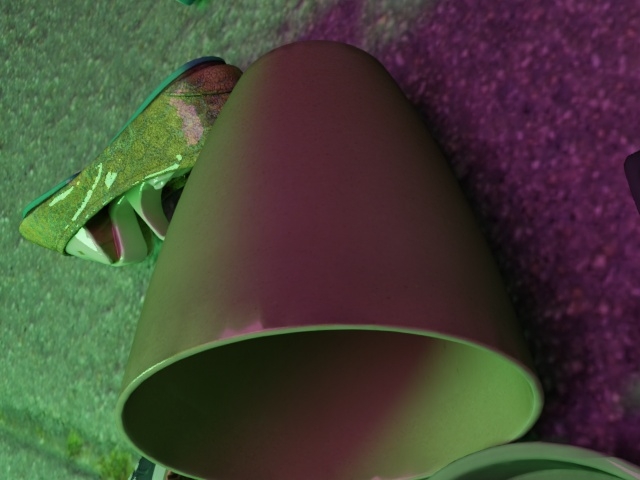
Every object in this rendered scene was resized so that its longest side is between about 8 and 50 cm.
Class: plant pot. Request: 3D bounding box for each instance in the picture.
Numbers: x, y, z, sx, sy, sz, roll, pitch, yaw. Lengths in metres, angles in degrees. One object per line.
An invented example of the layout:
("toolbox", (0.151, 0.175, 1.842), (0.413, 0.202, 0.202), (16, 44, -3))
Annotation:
("plant pot", (0.000, 0.000, 0.581), (0.256, 0.256, 0.274), (-28, 49, 32))

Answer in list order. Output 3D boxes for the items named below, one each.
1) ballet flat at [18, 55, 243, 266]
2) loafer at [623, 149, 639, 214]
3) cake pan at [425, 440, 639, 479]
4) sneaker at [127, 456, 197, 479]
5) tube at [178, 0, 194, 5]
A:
("ballet flat", (-0.178, -0.040, 0.794), (0.348, 0.123, 0.123), (-31, 64, 38))
("loafer", (0.250, 0.052, 0.449), (0.084, 0.096, 0.268), (-27, 64, 26))
("cake pan", (0.154, 0.272, 0.510), (0.293, 0.054, 0.293), (-8, 77, 38))
("sneaker", (-0.158, 0.241, 0.739), (0.153, 0.099, 0.283), (11, 92, 38))
("tube", (-0.084, -0.326, 0.817), (0.207, 0.052, 0.080), (-46, 64, 17))
